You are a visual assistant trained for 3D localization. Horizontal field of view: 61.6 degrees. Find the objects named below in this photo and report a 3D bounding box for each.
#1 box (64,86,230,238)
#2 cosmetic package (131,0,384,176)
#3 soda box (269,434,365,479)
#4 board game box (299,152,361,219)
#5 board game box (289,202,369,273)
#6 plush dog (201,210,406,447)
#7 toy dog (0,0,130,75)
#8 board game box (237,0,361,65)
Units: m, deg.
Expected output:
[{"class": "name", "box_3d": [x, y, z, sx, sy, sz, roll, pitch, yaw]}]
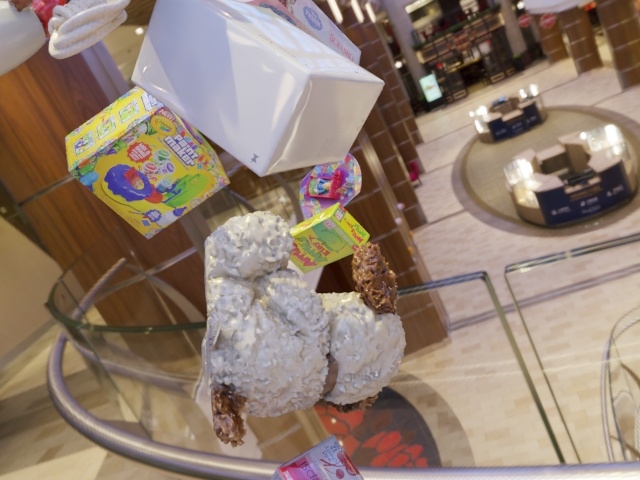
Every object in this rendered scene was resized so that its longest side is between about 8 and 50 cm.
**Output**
[{"class": "box", "box_3d": [-0.446, -0.210, 1.405, 0.279, 0.290, 0.177, -35, 46, 3]}, {"class": "cosmetic package", "box_3d": [-0.073, -0.209, 0.704, 0.225, 0.224, 0.138, -27, -30, -59]}, {"class": "soda box", "box_3d": [-0.029, 0.347, 0.646, 0.084, 0.092, 0.263, -16, -37, -37]}, {"class": "board game box", "box_3d": [0.008, -0.120, 1.152, 0.169, 0.133, 0.033, -41, -34, 23]}, {"class": "board game box", "box_3d": [0.000, 0.000, 1.069, 0.181, 0.092, 0.043, -26, 26, 46]}, {"class": "plush dog", "box_3d": [-0.012, 0.118, 0.599, 0.226, 0.262, 0.210, -1, 35, -16]}, {"class": "toy dog", "box_3d": [-0.260, -0.312, 0.545, 0.220, 0.161, 0.333, -6, 40, 27]}, {"class": "board game box", "box_3d": [-0.125, -0.452, 1.203, 0.318, 0.065, 0.319, 3, -11, 35]}]
